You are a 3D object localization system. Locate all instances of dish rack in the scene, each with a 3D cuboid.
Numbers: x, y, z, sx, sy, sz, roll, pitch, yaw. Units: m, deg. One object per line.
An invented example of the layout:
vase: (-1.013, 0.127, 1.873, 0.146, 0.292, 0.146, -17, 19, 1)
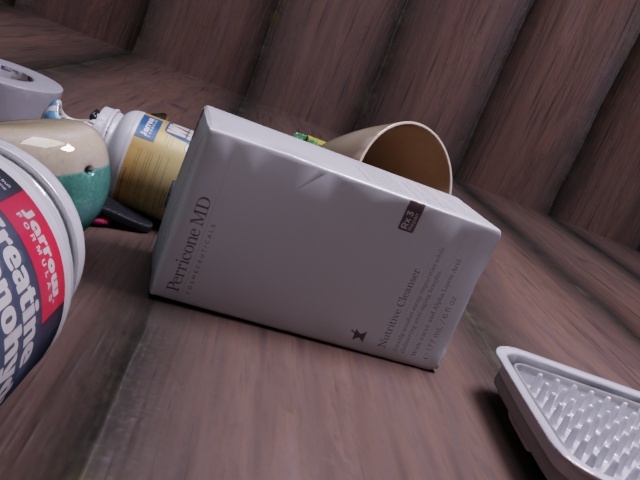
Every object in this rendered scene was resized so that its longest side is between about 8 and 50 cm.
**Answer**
dish rack: (0.365, 0.251, 0.778, 0.333, 0.072, 0.285, 21, 16, -7)

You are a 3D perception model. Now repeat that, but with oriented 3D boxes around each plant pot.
plant pot: (0.081, -0.118, 1.376, 0.257, 0.256, 0.274, 11, 3, -37)

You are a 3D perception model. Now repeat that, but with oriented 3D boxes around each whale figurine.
whale figurine: (-0.369, -0.063, 0.763, 0.272, 0.141, 0.216, 2, 15, 20)

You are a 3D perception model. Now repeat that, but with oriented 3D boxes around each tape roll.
tape roll: (-0.595, -0.281, 1.238, 0.219, 0.072, 0.219, 20, 16, -6)

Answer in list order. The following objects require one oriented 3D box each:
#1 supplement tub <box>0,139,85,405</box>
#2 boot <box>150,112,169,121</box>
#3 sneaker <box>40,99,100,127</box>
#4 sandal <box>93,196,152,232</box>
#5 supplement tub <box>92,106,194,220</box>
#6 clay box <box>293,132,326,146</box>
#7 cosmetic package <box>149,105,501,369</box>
supplement tub: (-0.263, 0.038, 0.389, 0.191, 0.191, 0.272, 21, 16, -7)
boot: (-0.368, -0.230, 1.368, 0.106, 0.082, 0.219, 18, 17, -24)
sneaker: (-0.366, -0.173, 1.170, 0.237, 0.086, 0.085, 20, 14, -15)
sandal: (-0.309, -0.041, 0.905, 0.179, 0.040, 0.067, 28, 13, -41)
supplement tub: (-0.240, -0.106, 1.000, 0.200, 0.144, 0.144, 20, 15, -11)
clay box: (0.023, -0.158, 1.582, 0.222, 0.127, 0.053, 18, 17, -13)
cosmetic package: (0.000, 0.000, 0.854, 0.385, 0.217, 0.156, 15, 17, -19)
